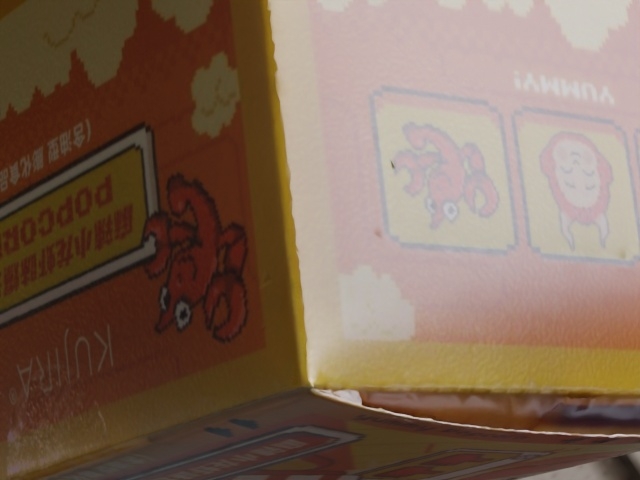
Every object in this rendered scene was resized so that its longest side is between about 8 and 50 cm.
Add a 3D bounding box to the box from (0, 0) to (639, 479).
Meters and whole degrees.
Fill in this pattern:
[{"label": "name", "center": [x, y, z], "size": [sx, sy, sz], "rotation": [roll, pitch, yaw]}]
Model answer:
[{"label": "box", "center": [0.000, 0.000, 0.712], "size": [0.283, 0.259, 0.214], "rotation": [-24, -111, 49]}]
